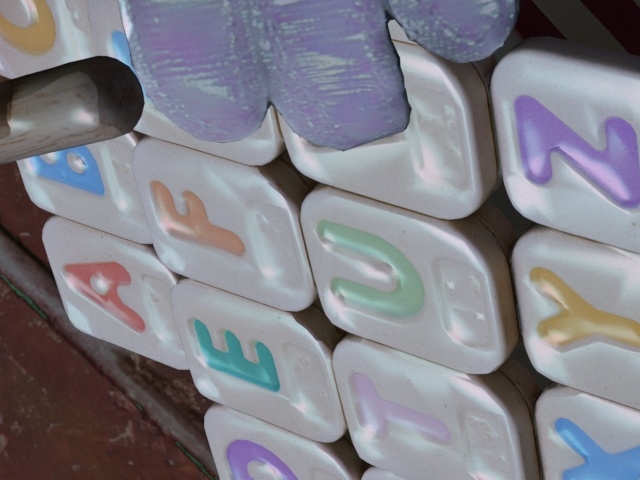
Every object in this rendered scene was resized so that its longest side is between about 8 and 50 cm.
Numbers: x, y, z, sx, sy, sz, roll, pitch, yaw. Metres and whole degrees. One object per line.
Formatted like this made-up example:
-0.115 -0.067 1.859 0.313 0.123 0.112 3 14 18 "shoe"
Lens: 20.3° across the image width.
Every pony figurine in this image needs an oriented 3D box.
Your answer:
0.083 -0.205 0.300 0.363 0.302 0.351 -165 60 -71 "pony figurine"

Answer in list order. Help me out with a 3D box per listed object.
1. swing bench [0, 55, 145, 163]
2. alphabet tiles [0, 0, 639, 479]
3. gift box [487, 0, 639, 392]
-0.163 -0.136 0.479 0.165 0.253 0.254 1 174 -26 "swing bench"
0.000 0.000 0.540 0.278 0.021 0.284 18 136 35 "alphabet tiles"
0.080 -0.064 0.663 0.258 0.276 0.255 46 -173 -3 "gift box"
